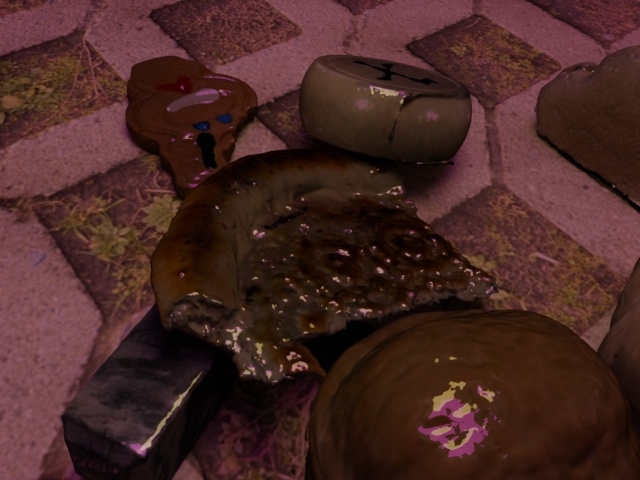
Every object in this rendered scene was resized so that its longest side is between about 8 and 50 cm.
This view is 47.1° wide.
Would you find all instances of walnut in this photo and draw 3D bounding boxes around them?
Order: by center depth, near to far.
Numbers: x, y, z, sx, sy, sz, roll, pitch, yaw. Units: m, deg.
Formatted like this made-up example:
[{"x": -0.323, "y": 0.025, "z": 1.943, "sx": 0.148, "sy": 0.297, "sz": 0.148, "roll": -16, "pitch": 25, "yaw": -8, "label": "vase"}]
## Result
[{"x": 0.123, "y": 0.169, "z": 0.569, "sx": 0.283, "sy": 0.227, "sz": 0.283, "roll": 13, "pitch": 42, "yaw": -12, "label": "walnut"}]

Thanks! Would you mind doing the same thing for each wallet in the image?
[{"x": -0.002, "y": 0.095, "z": 0.772, "sx": 0.129, "sy": 0.026, "sz": 0.088, "roll": 31, "pitch": 50, "yaw": 22, "label": "wallet"}]

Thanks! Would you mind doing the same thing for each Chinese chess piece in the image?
[{"x": 0.088, "y": -0.176, "z": 0.964, "sx": 0.238, "sy": 0.092, "sz": 0.238, "roll": 11, "pitch": 22, "yaw": -4, "label": "Chinese chess piece"}]

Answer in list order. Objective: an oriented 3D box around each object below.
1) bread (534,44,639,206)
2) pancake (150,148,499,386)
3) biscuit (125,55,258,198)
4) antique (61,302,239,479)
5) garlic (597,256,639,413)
[{"x": 0.445, "y": -0.151, "z": 0.968, "sx": 0.102, "sy": 0.183, "sz": 0.337, "roll": -22, "pitch": 51, "yaw": -36, "label": "bread"}, {"x": -0.003, "y": -0.003, "z": 0.770, "sx": 0.305, "sy": 0.067, "sz": 0.427, "roll": 38, "pitch": 35, "yaw": 30, "label": "pancake"}, {"x": -0.173, "y": -0.163, "z": 1.005, "sx": 0.183, "sy": 0.047, "sz": 0.320, "roll": -6, "pitch": 47, "yaw": -8, "label": "biscuit"}, {"x": -0.147, "y": 0.139, "z": 0.668, "sx": 0.086, "sy": 0.088, "sz": 0.183, "roll": 20, "pitch": 46, "yaw": 15, "label": "antique"}, {"x": 0.439, "y": 0.102, "z": 0.691, "sx": 0.322, "sy": 0.241, "sz": 0.322, "roll": -5, "pitch": 59, "yaw": 9, "label": "garlic"}]
